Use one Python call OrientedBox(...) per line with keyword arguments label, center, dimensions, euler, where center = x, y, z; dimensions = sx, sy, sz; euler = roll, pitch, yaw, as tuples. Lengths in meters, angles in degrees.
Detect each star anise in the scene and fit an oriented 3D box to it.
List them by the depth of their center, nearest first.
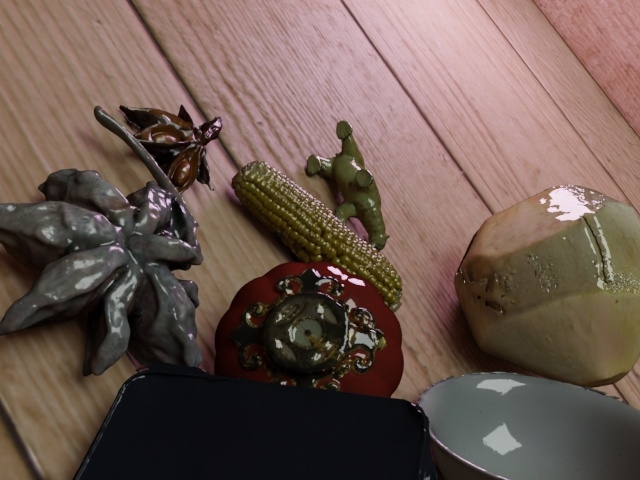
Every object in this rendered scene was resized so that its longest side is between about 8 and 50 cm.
OrientedBox(label="star anise", center=(-0.237, 0.002, 0.835), dimensions=(0.359, 0.139, 0.316), euler=(51, 31, 4))
OrientedBox(label="star anise", center=(-0.212, -0.145, 1.051), dimensions=(0.157, 0.053, 0.212), euler=(28, 44, -25))

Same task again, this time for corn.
OrientedBox(label="corn", center=(0.000, 0.000, 1.106), dimensions=(0.320, 0.097, 0.097), euler=(42, 38, -5))

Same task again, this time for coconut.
OrientedBox(label="coconut", center=(0.402, 0.086, 1.240), dimensions=(0.353, 0.353, 0.352), euler=(25, 43, -27))

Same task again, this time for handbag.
OrientedBox(label="handbag", center=(-0.069, 0.260, 0.672), dimensions=(0.269, 0.326, 0.118), euler=(-67, 153, -46))

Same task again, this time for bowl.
OrientedBox(label="bowl", center=(0.297, 0.320, 1.018), dimensions=(0.346, 0.346, 0.157), euler=(-10, 109, -48))

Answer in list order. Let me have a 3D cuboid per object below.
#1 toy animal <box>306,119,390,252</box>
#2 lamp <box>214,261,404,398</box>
OrientedBox(label="toy animal", center=(0.058, -0.083, 1.244), dimensions=(0.101, 0.103, 0.218), euler=(34, 29, -56))
OrientedBox(label="lamp", center=(-0.014, 0.136, 0.885), dimensions=(0.227, 0.227, 0.226), euler=(25, 43, -27))
